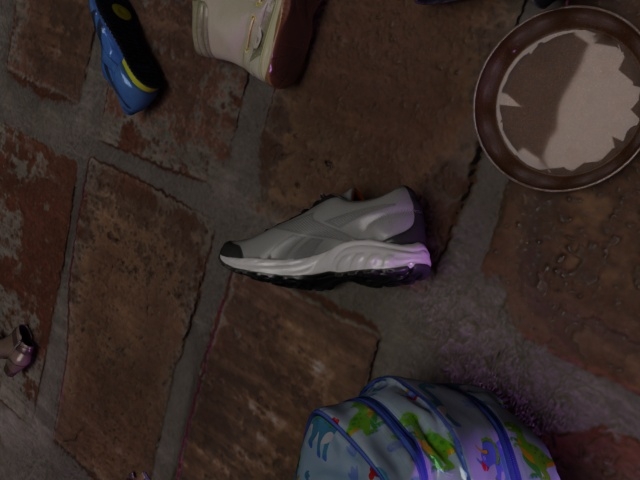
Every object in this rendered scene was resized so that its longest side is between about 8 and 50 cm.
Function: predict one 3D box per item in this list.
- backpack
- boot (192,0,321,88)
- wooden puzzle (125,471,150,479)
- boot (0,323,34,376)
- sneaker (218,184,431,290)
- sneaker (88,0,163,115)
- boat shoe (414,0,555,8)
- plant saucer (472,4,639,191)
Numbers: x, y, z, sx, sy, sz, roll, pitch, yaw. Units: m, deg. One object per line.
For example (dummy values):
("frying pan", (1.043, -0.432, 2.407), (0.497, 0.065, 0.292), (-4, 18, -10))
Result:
("backpack", (0.083, 0.304, 0.613), (0.356, 0.273, 0.290), (-63, 25, 6))
("boot", (-0.074, -0.307, 0.794), (0.165, 0.077, 0.213), (29, 109, 34))
("wooden puzzle", (-0.271, 0.389, 1.015), (0.083, 0.006, 0.049), (50, 119, 23))
("boot", (-0.559, 0.185, 1.197), (0.118, 0.042, 0.087), (45, 110, 24))
("sneaker", (0.000, 0.000, 0.753), (0.271, 0.100, 0.108), (-6, 75, 33))
("sneaker", (-0.301, -0.280, 0.963), (0.082, 0.069, 0.209), (-36, 72, 36))
("boat shoe", (0.208, -0.255, 0.572), (0.301, 0.108, 0.102), (10, 98, 38))
("plant saucer", (0.226, -0.129, 0.613), (0.168, 0.029, 0.169), (3, 95, 37))
